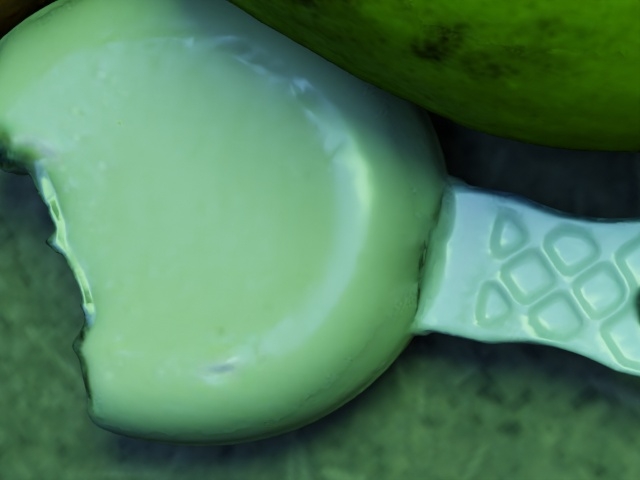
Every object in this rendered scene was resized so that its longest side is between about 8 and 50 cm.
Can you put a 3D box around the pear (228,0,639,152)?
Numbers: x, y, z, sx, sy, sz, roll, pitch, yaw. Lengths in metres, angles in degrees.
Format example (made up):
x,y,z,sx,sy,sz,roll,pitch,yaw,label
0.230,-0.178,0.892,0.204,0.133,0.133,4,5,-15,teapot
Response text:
x,y,z,sx,sy,sz,roll,pitch,yaw,label
0.077,-0.129,0.415,0.269,0.212,0.212,-4,83,14,pear

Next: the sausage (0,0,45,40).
x,y,z,sx,sy,sz,roll,pitch,yaw,label
-0.148,-0.102,0.549,0.179,0.089,0.089,-45,73,-2,sausage

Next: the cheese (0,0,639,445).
x,y,z,sx,sy,sz,roll,pitch,yaw,label
0.005,-0.020,0.496,0.249,0.071,0.163,-10,82,17,cheese
